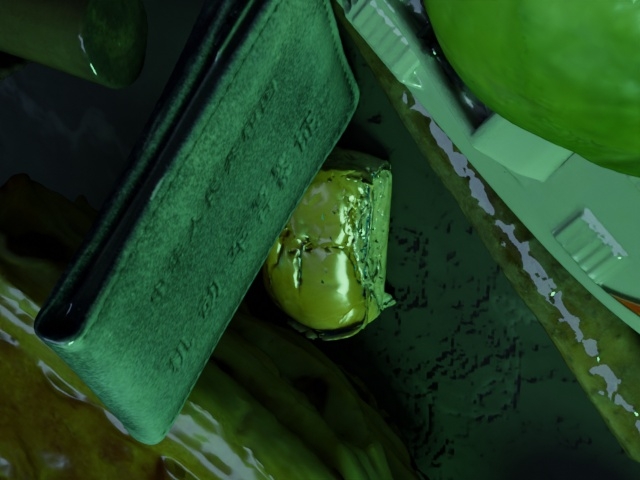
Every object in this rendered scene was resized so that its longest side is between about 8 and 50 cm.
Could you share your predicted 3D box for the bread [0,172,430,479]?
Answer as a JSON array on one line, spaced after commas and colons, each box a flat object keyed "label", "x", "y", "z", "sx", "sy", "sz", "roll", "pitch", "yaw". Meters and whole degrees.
[{"label": "bread", "x": -0.093, "y": 0.117, "z": 1.133, "sx": 0.324, "sy": 0.167, "sz": 0.277, "roll": 34, "pitch": 137, "yaw": 6}]

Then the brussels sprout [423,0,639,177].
[{"label": "brussels sprout", "x": 0.149, "y": -0.128, "z": 0.711, "sx": 0.244, "sy": 0.244, "sz": 0.244, "roll": 23, "pitch": 130, "yaw": 31}]

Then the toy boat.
[{"label": "toy boat", "x": 0.131, "y": -0.040, "z": 0.877, "sx": 0.295, "sy": 0.088, "sz": 0.129, "roll": 51, "pitch": 139, "yaw": 4}]

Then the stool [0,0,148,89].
[{"label": "stool", "x": -0.155, "y": -0.197, "z": 0.923, "sx": 0.178, "sy": 0.272, "sz": 0.272, "roll": 1, "pitch": 117, "yaw": 32}]

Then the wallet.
[{"label": "wallet", "x": -0.051, "y": -0.022, "z": 0.930, "sx": 0.036, "sy": 0.222, "sz": 0.167, "roll": 23, "pitch": 163, "yaw": 17}]

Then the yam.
[{"label": "yam", "x": 0.083, "y": -0.030, "z": 0.965, "sx": 0.045, "sy": 0.045, "sz": 0.327, "roll": -34, "pitch": 91, "yaw": 26}]

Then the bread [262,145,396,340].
[{"label": "bread", "x": 0.000, "y": 0.000, "z": 1.055, "sx": 0.072, "sy": 0.053, "sz": 0.106, "roll": 21, "pitch": 124, "yaw": 28}]
